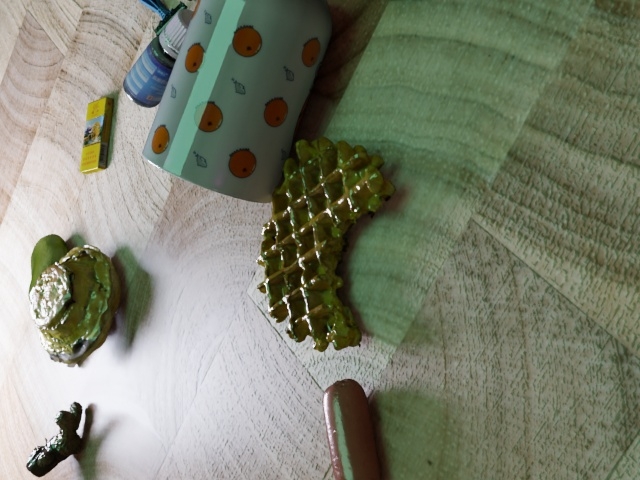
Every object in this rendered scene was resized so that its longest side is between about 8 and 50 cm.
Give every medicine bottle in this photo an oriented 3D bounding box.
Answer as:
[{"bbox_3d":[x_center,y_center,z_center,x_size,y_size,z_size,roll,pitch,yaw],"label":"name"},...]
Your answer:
[{"bbox_3d":[-0.285,-0.337,1.751,0.203,0.083,0.083,-45,50,36],"label":"medicine bottle"}]

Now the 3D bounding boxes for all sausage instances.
[{"bbox_3d":[0.040,0.256,1.230,0.062,0.062,0.154,-32,59,42],"label":"sausage"}]

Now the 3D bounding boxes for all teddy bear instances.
[{"bbox_3d":[-0.508,0.400,1.854,0.160,0.078,0.119,-53,1,10],"label":"teddy bear"}]

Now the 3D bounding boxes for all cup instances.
[{"bbox_3d":[-0.118,-0.241,1.422,0.212,0.212,0.317,34,107,49],"label":"cup"}]

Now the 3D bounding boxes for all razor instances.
[{"bbox_3d":[-0.328,-0.466,1.868,0.082,0.042,0.253,-47,43,4],"label":"razor"}]

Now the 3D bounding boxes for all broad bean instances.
[{"bbox_3d":[-0.574,0.068,2.007,0.124,0.082,0.174,-35,56,39],"label":"broad bean"}]

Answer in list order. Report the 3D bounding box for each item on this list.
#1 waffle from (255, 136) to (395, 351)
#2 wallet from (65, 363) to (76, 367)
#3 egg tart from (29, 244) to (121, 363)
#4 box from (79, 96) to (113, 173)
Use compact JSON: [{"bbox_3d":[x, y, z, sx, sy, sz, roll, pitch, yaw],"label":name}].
[{"bbox_3d":[0.000,0.000,1.341,0.260,0.069,0.293,27,105,52],"label":"waffle"},{"bbox_3d":[-0.486,0.198,1.913,0.122,0.025,0.061,-53,48,29],"label":"wallet"},{"bbox_3d":[-0.490,0.120,1.845,0.241,0.106,0.241,-14,66,35],"label":"egg tart"},{"bbox_3d":[-0.473,-0.221,2.001,0.087,0.023,0.155,-7,76,53],"label":"box"}]
